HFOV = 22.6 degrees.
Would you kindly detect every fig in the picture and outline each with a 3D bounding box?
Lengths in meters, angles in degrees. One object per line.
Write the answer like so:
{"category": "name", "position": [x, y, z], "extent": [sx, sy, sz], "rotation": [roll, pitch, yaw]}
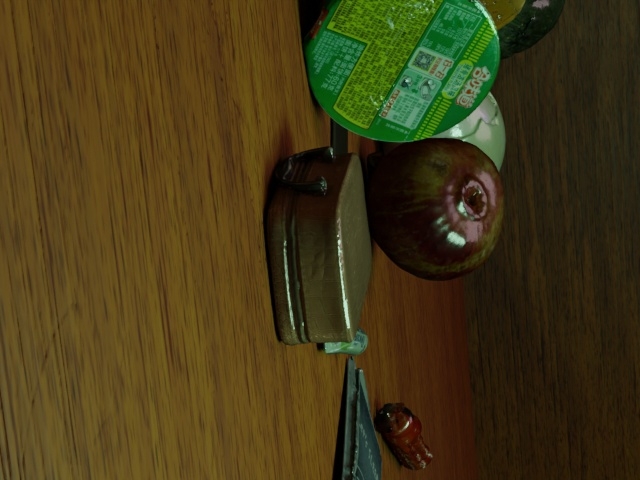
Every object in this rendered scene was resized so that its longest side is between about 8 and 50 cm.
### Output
{"category": "fig", "position": [0.139, -0.044, 2.093], "extent": [0.205, 0.205, 0.205], "rotation": [-4, 90, -82]}

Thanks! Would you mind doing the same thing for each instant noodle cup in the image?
{"category": "instant noodle cup", "position": [0.078, -0.256, 1.744], "extent": [0.233, 0.207, 0.207], "rotation": [-94, 175, -52]}

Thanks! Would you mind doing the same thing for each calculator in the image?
{"category": "calculator", "position": [0.042, 0.266, 1.774], "extent": [0.274, 0.028, 0.166], "rotation": [-84, 164, -56]}

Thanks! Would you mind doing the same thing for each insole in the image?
{"category": "insole", "position": [0.021, -0.079, 1.839], "extent": [0.111, 0.007, 0.328], "rotation": [75, 15, -50]}

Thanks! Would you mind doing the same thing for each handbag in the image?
{"category": "handbag", "position": [0.000, 0.000, 1.454], "extent": [0.193, 0.072, 0.151], "rotation": [-70, 156, -65]}

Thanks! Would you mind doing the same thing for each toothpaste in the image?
{"category": "toothpaste", "position": [0.024, 0.103, 1.710], "extent": [0.197, 0.029, 0.048], "rotation": [33, 54, -76]}

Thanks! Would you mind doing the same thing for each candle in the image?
{"category": "candle", "position": [0.119, 0.272, 2.193], "extent": [0.329, 0.051, 0.048], "rotation": [61, 29, -71]}

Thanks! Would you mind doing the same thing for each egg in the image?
{"category": "egg", "position": [0.175, -0.159, 2.326], "extent": [0.183, 0.183, 0.217], "rotation": [-83, 159, -51]}

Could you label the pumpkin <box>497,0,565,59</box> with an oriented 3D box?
{"category": "pumpkin", "position": [0.228, -0.431, 2.461], "extent": [0.257, 0.291, 0.328], "rotation": [-58, 135, -62]}

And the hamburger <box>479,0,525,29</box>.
{"category": "hamburger", "position": [0.175, -0.374, 2.231], "extent": [0.244, 0.244, 0.163], "rotation": [71, 14, -60]}
